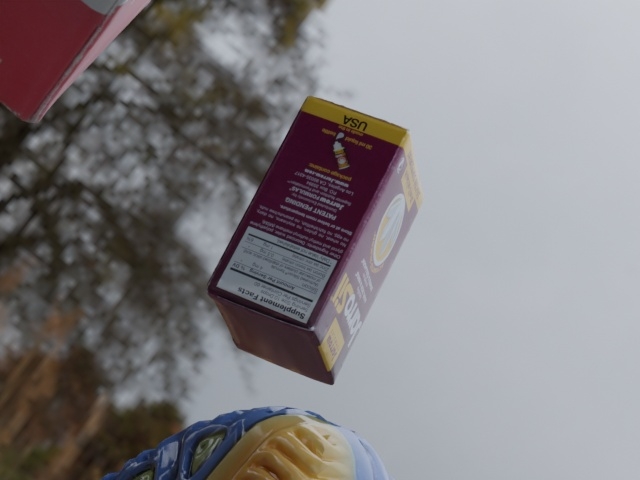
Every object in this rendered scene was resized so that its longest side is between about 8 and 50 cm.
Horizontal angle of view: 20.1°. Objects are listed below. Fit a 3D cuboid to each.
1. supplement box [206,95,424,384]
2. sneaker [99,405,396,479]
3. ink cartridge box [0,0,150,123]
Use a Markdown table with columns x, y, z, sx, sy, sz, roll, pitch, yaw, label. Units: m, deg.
| x | y | z | sx | sy | sz | roll | pitch | yaw | label |
| --- | --- | --- | --- | --- | --- | --- | --- | --- | --- |
| 0.000 | 0.000 | 0.643 | 0.043 | 0.083 | 0.055 | 21 | -19 | 17 | supplement box |
| -0.038 | 0.180 | 0.388 | 0.131 | 0.296 | 0.112 | 25 | 5 | -23 | sneaker |
| -0.098 | -0.272 | 0.674 | 0.279 | 0.160 | 0.384 | 42 | -44 | -5 | ink cartridge box |
